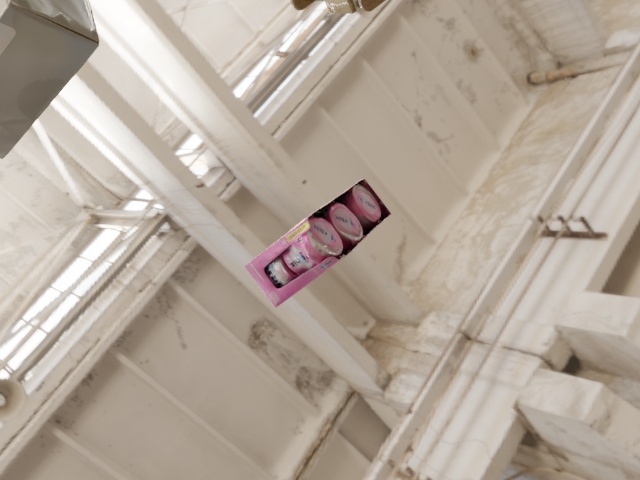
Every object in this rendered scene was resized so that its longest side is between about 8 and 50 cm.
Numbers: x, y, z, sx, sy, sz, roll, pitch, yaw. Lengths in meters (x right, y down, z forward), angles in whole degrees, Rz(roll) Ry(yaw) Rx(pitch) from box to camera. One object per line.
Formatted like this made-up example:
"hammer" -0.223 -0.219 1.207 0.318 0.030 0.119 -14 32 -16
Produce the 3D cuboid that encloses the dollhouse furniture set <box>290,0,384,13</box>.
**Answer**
"dollhouse furniture set" -0.019 -0.501 1.168 0.161 0.212 0.242 -43 -52 -20

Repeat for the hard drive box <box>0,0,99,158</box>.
"hard drive box" -0.323 -0.232 0.661 0.089 0.181 0.232 16 -136 -50

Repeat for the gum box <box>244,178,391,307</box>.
"gum box" 0.000 0.000 0.802 0.062 0.107 0.188 52 -149 0
